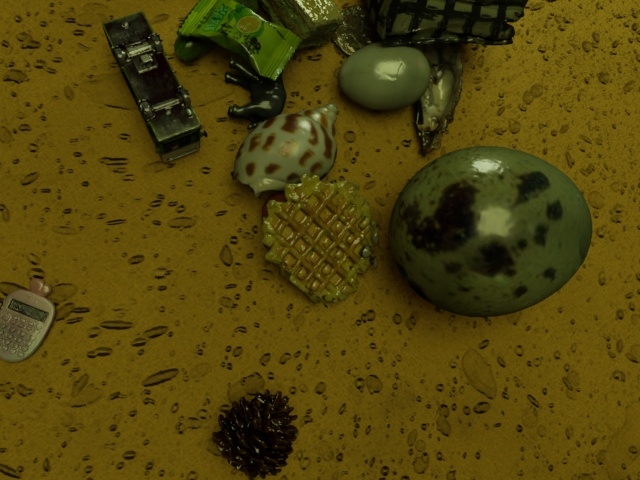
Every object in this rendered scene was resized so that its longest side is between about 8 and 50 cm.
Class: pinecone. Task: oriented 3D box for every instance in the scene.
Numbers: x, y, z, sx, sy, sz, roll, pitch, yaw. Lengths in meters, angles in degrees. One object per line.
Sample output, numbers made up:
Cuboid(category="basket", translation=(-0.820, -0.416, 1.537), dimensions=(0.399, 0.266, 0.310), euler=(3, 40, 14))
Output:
Cuboid(category="pinecone", translation=(-0.116, 0.364, 1.183), dimensions=(0.173, 0.173, 0.174), euler=(2, 78, -11))

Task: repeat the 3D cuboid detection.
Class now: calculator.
Cuboid(category="calculator", translation=(-0.575, 0.154, 1.209), dimensions=(0.103, 0.024, 0.166), euler=(24, 77, -5))

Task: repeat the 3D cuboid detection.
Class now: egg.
Cuboid(category="egg", translation=(0.143, -0.368, 1.394), dimensions=(0.209, 0.151, 0.151), euler=(-4, 79, -6))
Cuboid(category="egg", translation=(0.347, -0.021, 1.267), dimensions=(0.427, 0.345, 0.345), euler=(-11, 81, -23))

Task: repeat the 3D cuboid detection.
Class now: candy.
Cuboid(category="candy", translation=(-0.167, -0.443, 1.317), dimensions=(0.246, 0.069, 0.149), euler=(30, 70, 1))

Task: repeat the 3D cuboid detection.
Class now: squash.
Cuboid(category="squash", translation=(-0.233, -0.477, 1.388), dimensions=(0.229, 0.066, 0.066), euler=(-42, 89, -17))

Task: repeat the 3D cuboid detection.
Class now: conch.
Cuboid(category="conch", translation=(-0.053, -0.200, 1.311), dimensions=(0.182, 0.149, 0.275), euler=(36, 42, 13))

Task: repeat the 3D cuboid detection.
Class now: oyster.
Cuboid(category="oyster", translation=(0.269, -0.364, 1.466), dimensions=(0.128, 0.078, 0.345), euler=(4, 79, 11))

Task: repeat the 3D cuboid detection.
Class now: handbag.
Cuboid(category="handbag", translation=(0.263, -0.573, 1.408), dimensions=(0.326, 0.163, 0.325), euler=(2, 48, -15))

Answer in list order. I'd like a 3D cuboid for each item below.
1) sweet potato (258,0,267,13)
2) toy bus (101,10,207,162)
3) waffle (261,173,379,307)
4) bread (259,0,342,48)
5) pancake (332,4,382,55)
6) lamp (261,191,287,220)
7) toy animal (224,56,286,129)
Cuboid(category="sweet potato", translation=(-0.198, -0.687, 1.432), dimensions=(0.108, 0.079, 0.346), euler=(-14, 85, -26))
Cuboid(category="toy bus", translation=(-0.347, -0.319, 1.298), dimensions=(0.113, 0.139, 0.302), euler=(-24, 76, -15))
Cuboid(category="waffle", translation=(-0.001, -0.001, 1.284), dimensions=(0.262, 0.060, 0.281), euler=(-5, 106, -25))
Cuboid(category="bread", translation=(-0.054, -0.531, 1.395), dimensions=(0.196, 0.102, 0.138), euler=(52, 43, 2))
Cuboid(category="pancake", translation=(0.090, -0.496, 1.477), dimensions=(0.139, 0.022, 0.140), euler=(3, 77, -11))
Cuboid(category="lamp", translation=(-0.072, -0.054, 1.316), dimensions=(0.107, 0.092, 0.108), euler=(2, 109, 7))
Cuboid(category="toy animal", translation=(-0.140, -0.364, 1.376), dimensions=(0.137, 0.082, 0.270), euler=(7, 71, -13))
